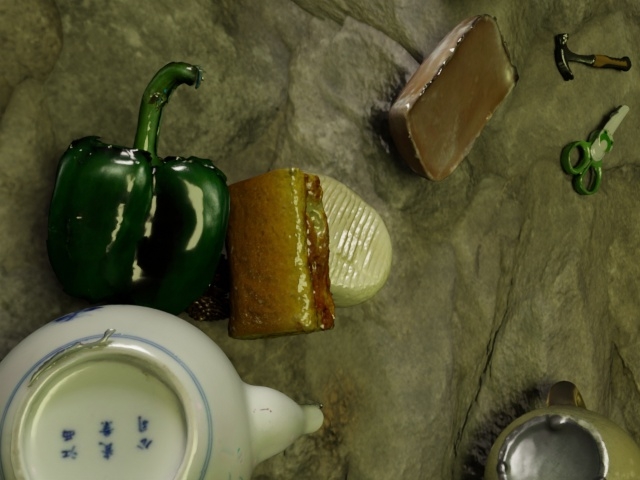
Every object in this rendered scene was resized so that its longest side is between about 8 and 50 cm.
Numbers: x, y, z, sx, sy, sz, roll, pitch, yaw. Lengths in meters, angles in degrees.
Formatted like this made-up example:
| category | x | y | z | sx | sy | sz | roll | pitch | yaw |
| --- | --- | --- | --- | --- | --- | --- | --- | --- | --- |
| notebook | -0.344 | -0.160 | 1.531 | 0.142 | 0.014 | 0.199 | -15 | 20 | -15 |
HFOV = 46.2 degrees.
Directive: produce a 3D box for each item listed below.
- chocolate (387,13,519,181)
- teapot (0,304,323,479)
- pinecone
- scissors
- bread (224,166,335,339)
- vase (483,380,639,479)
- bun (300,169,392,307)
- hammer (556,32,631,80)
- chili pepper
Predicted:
| category | x | y | z | sx | sy | sz | roll | pitch | yaw |
| --- | --- | --- | --- | --- | --- | --- | --- | --- | --- |
| chocolate | 0.178 | -0.208 | 1.082 | 0.261 | 0.083 | 0.161 | -50 | 133 | -25 |
| teapot | -0.192 | 0.195 | 0.710 | 0.424 | 0.280 | 0.252 | -6 | 73 | -13 |
| pinecone | -0.127 | 0.054 | 0.866 | 0.077 | 0.077 | 0.083 | 26 | 58 | -33 |
| scissors | 0.501 | -0.174 | 1.345 | 0.204 | 0.027 | 0.101 | -48 | 116 | -24 |
| bread | -0.046 | 0.018 | 0.808 | 0.103 | 0.132 | 0.172 | 2 | 79 | -50 |
| vase | 0.400 | 0.374 | 1.173 | 0.302 | 0.241 | 0.329 | 54 | 35 | -36 |
| bun | 0.000 | 0.000 | 0.942 | 0.188 | 0.111 | 0.164 | 33 | 58 | -23 |
| hammer | 0.490 | -0.318 | 1.342 | 0.201 | 0.021 | 0.078 | -2 | 91 | -35 |
| chili pepper | -0.180 | -0.053 | 0.776 | 0.174 | 0.165 | 0.261 | 11 | 84 | -15 |
